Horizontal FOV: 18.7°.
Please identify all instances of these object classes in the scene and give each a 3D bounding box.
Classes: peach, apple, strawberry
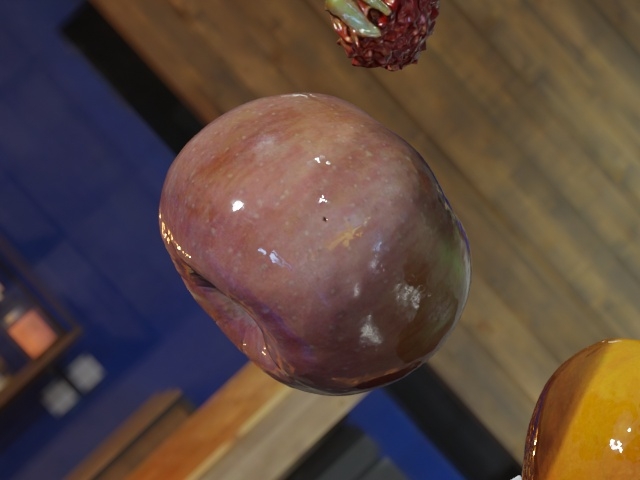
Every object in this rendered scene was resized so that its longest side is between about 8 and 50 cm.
[{"bbox_3d":[0.360,0.260,1.929,0.343,0.342,0.302,158,125,-77],"label":"peach"},{"bbox_3d":[0.000,0.000,1.825,0.235,0.306,0.306,-44,5,-13],"label":"apple"},{"bbox_3d":[0.062,-0.228,1.624,0.087,0.167,0.208,-11,2,20],"label":"strawberry"}]

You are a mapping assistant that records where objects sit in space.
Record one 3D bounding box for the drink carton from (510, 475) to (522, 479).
[{"bbox_3d":[0.182,0.378,2.207,0.222,0.134,0.102,-22,-22,-48],"label":"drink carton"}]
